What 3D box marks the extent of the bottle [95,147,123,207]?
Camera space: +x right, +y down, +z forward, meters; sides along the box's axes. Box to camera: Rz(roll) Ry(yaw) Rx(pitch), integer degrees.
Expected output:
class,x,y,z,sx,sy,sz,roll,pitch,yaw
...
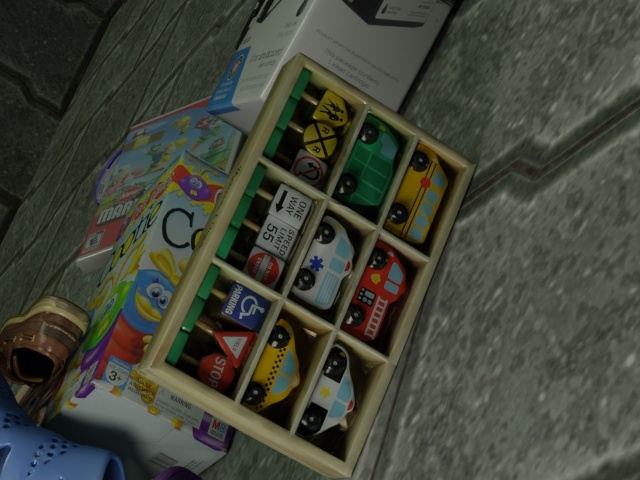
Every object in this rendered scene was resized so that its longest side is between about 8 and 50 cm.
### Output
class,x,y,z,sx,sy,sz,roll,pitch,yaw
bottle,-0.239,-0.074,2.148,0.118,0.092,0.283,-60,16,-7

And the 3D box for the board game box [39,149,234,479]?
class,x,y,z,sx,sy,sz,roll,pitch,yaw
board game box,-0.140,0.079,1.488,0.144,0.142,0.275,-41,25,48

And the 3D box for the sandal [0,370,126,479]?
class,x,y,z,sx,sy,sz,roll,pitch,yaw
sandal,-0.224,0.223,1.354,0.138,0.317,0.126,-39,-18,10

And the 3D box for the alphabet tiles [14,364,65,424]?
class,x,y,z,sx,sy,sz,roll,pitch,yaw
alphabet tiles,-0.278,0.127,1.827,0.285,0.011,0.342,-52,-4,19

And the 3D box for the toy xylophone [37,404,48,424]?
class,x,y,z,sx,sy,sz,roll,pitch,yaw
toy xylophone,-0.337,0.327,1.759,0.236,0.081,0.323,-55,16,11

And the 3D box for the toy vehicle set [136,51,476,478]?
class,x,y,z,sx,sy,sz,roll,pitch,yaw
toy vehicle set,-0.004,0.017,1.140,0.035,0.166,0.267,-27,37,63

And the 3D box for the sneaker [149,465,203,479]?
class,x,y,z,sx,sy,sz,roll,pitch,yaw
sneaker,-0.072,0.223,1.140,0.104,0.095,0.236,-51,22,8

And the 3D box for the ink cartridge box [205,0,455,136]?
class,x,y,z,sx,sy,sz,roll,pitch,yaw
ink cartridge box,0.034,-0.234,1.532,0.307,0.129,0.223,-62,16,-7

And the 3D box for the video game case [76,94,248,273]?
class,x,y,z,sx,sy,sz,roll,pitch,yaw
video game case,-0.180,-0.084,1.933,0.204,0.025,0.285,-19,33,23

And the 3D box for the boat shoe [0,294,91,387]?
class,x,y,z,sx,sy,sz,roll,pitch,yaw
boat shoe,-0.273,0.106,1.473,0.178,0.064,0.060,-36,28,56

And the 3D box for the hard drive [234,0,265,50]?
class,x,y,z,sx,sy,sz,roll,pitch,yaw
hard drive,0.023,-0.391,1.967,0.339,0.064,0.237,-65,17,-16
